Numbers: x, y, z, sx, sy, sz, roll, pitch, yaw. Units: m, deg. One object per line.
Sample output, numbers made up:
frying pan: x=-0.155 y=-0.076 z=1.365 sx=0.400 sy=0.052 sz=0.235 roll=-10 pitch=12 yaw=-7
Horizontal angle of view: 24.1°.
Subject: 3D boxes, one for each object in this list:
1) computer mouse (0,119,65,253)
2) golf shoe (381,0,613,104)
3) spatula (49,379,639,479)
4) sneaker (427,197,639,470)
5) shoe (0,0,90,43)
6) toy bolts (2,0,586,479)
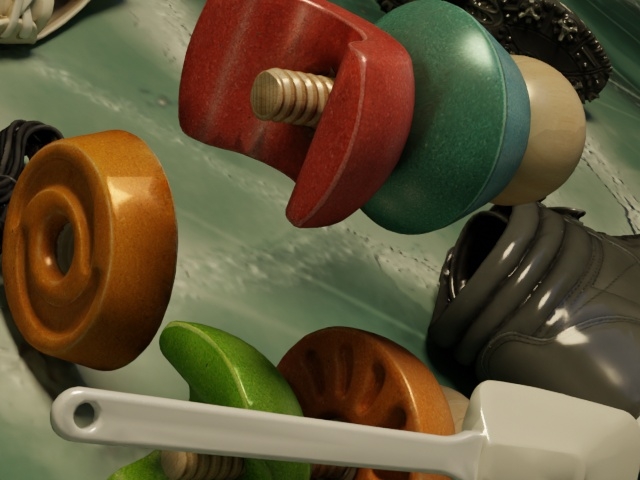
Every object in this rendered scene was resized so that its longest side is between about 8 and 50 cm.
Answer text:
computer mouse: x=-0.207 y=-0.068 z=0.686 sx=0.193 sy=0.042 sz=0.106 roll=31 pitch=29 yaw=-2
golf shoe: x=0.144 y=-0.182 z=1.179 sx=0.198 sy=0.077 sz=0.094 roll=31 pitch=28 yaw=-4
spatula: x=0.010 y=0.126 z=0.509 sx=0.242 sy=0.168 sz=0.019 roll=11 pitch=-2 yaw=-28
sneaker: x=0.160 y=0.014 z=0.852 sx=0.147 sy=0.104 sz=0.296 roll=41 pitch=33 yaw=5
shoe: x=-0.158 y=-0.154 z=0.834 sx=0.058 sy=0.076 sz=0.219 roll=28 pitch=26 yaw=3
toy bolts: x=0.000 y=0.000 z=0.604 sx=0.158 sy=0.228 sz=0.218 roll=4 pitch=31 yaw=-41
